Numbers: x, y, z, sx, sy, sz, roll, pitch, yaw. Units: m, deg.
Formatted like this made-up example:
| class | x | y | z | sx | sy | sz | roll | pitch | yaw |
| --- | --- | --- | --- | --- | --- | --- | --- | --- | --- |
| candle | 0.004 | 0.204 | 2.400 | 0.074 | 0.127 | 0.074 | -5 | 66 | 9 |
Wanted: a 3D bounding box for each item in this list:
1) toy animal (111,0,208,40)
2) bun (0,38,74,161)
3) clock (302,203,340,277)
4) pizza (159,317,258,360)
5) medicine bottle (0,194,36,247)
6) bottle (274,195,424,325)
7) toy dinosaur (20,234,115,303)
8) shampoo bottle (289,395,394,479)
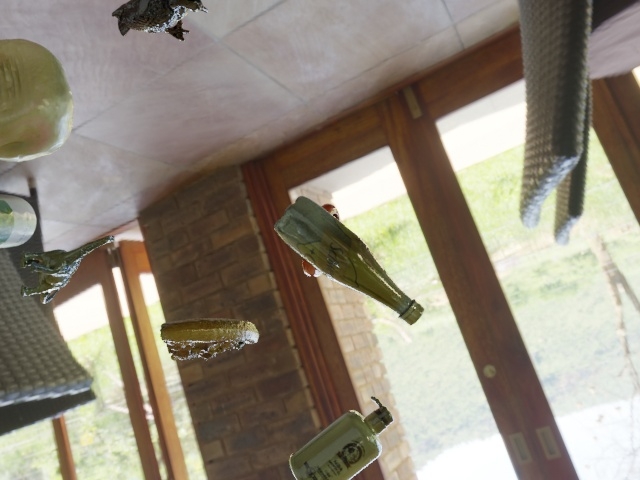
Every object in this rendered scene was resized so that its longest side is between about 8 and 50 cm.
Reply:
| class | x | y | z | sx | sy | sz | roll | pitch | yaw |
| --- | --- | --- | --- | --- | --- | --- | --- | --- | --- |
| toy animal | -0.476 | -0.664 | 1.705 | 0.299 | 0.122 | 0.185 | 3 | -172 | 10 |
| bun | -0.815 | -0.349 | 1.531 | 0.362 | 0.360 | 0.213 | -17 | 153 | -7 |
| clock | 0.000 | 0.000 | 1.565 | 0.051 | 0.205 | 0.205 | 16 | 177 | 17 |
| pizza | -0.285 | 0.251 | 1.538 | 0.258 | 0.087 | 0.268 | -10 | 161 | -13 |
| medicine bottle | -0.541 | -0.030 | 0.894 | 0.095 | 0.095 | 0.260 | -19 | -179 | 1 |
| bottle | 0.051 | 0.038 | 0.917 | 0.083 | 0.270 | 0.083 | -52 | 178 | -2 |
| toy dinosaur | -0.607 | 0.071 | 1.323 | 0.147 | 0.076 | 0.363 | 2 | 151 | -45 |
| shampoo bottle | 0.038 | 0.299 | 0.846 | 0.162 | 0.079 | 0.079 | -37 | 168 | -3 |
